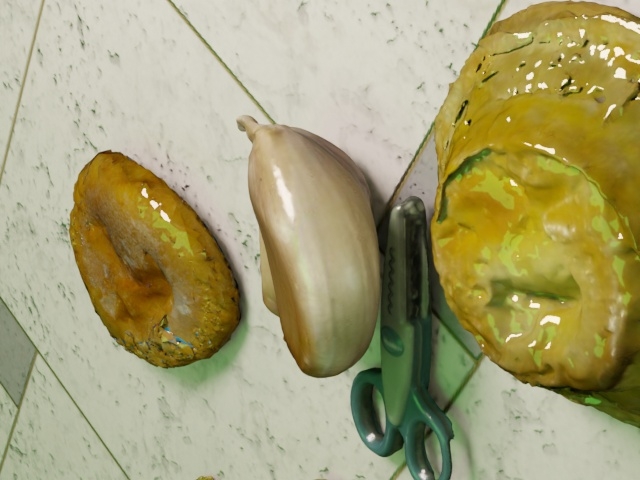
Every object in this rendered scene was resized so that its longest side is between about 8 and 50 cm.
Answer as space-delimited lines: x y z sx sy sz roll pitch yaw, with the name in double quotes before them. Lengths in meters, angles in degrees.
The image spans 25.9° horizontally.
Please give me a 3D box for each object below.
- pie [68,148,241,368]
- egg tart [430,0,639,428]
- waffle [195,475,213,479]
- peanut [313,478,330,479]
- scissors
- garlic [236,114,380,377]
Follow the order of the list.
"pie" -0.188 0.024 1.491 0.273 0.069 0.273 33 136 38
"egg tart" 0.184 -0.002 0.976 0.341 0.129 0.341 25 126 40
"waffle" -0.118 0.307 1.598 0.085 0.016 0.078 50 140 21
"peanut" 0.018 0.292 1.397 0.113 0.054 0.054 59 142 10
"scissors" 0.074 0.090 1.225 0.138 0.041 0.289 35 134 45
"garlic" 0.000 0.000 1.193 0.217 0.110 0.228 -115 12 -61
